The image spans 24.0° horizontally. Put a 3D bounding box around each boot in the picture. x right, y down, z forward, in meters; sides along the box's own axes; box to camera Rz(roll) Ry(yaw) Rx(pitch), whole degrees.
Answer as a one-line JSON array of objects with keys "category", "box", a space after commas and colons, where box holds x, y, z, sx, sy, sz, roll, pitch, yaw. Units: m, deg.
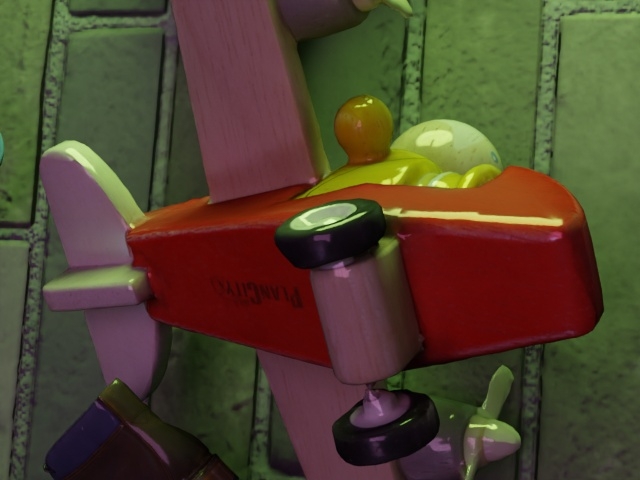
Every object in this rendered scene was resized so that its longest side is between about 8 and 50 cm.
[{"category": "boot", "box": [-0.146, 0.162, 1.047, 0.106, 0.082, 0.219, 49, 141, -5]}]

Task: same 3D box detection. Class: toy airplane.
[{"category": "toy airplane", "box": [0.000, 0.000, 0.983, 0.384, 0.272, 0.386, 47, 142, 21]}]

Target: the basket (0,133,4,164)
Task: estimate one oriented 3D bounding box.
[{"category": "basket", "box": [-0.419, -0.067, 1.133, 0.289, 0.201, 0.255, 40, 80, -5]}]
